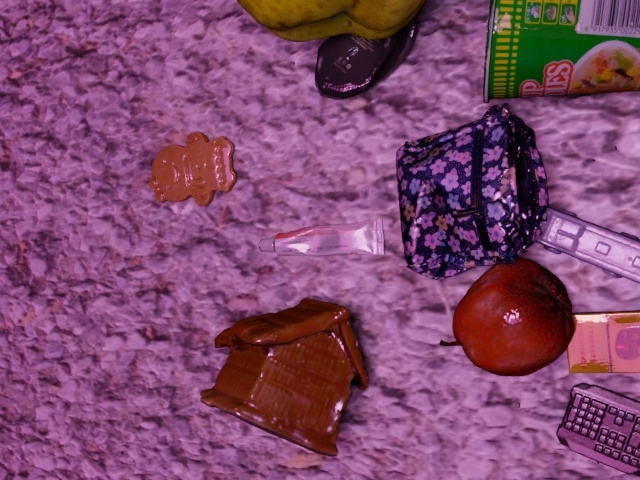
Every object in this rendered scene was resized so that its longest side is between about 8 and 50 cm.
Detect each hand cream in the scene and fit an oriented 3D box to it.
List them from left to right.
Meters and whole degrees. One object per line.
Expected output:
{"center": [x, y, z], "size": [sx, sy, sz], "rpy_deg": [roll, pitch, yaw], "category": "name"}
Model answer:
{"center": [-0.001, -0.001, 1.094], "size": [0.216, 0.038, 0.052], "rpy_deg": [-4, 114, 18], "category": "hand cream"}

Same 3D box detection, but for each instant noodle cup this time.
{"center": [0.340, -0.277, 0.856], "size": [0.233, 0.207, 0.207], "rpy_deg": [7, 94, 17], "category": "instant noodle cup"}

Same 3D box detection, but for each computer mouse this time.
{"center": [0.070, -0.295, 1.035], "size": [0.192, 0.062, 0.106], "rpy_deg": [-45, 72, 7], "category": "computer mouse"}

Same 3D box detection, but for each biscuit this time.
{"center": [-0.233, -0.130, 1.192], "size": [0.184, 0.027, 0.133], "rpy_deg": [6, 96, 23], "category": "biscuit"}

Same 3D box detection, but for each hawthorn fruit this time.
{"center": [0.252, 0.117, 0.924], "size": [0.194, 0.157, 0.157], "rpy_deg": [-30, 80, 29], "category": "hawthorn fruit"}

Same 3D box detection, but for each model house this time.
{"center": [-0.051, 0.200, 1.061], "size": [0.220, 0.199, 0.229], "rpy_deg": [31, 76, -19], "category": "model house"}

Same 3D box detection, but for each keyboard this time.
{"center": [0.467, 0.287, 0.906], "size": [0.262, 0.016, 0.106], "rpy_deg": [19, 99, 22], "category": "keyboard"}

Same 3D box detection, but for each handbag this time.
{"center": [0.211, -0.066, 0.926], "size": [0.208, 0.127, 0.228], "rpy_deg": [-13, 72, 41], "category": "handbag"}

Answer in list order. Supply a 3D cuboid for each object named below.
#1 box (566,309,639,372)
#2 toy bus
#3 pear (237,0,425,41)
{"center": [0.424, 0.141, 0.917], "size": [0.155, 0.023, 0.086], "rpy_deg": [-5, 87, 24], "category": "box"}
{"center": [0.372, 0.006, 0.906], "size": [0.191, 0.075, 0.064], "rpy_deg": [24, 102, 20], "category": "toy bus"}
{"center": [0.011, -0.447, 0.887], "size": [0.391, 0.391, 0.390], "rpy_deg": [1, 92, 23], "category": "pear"}
